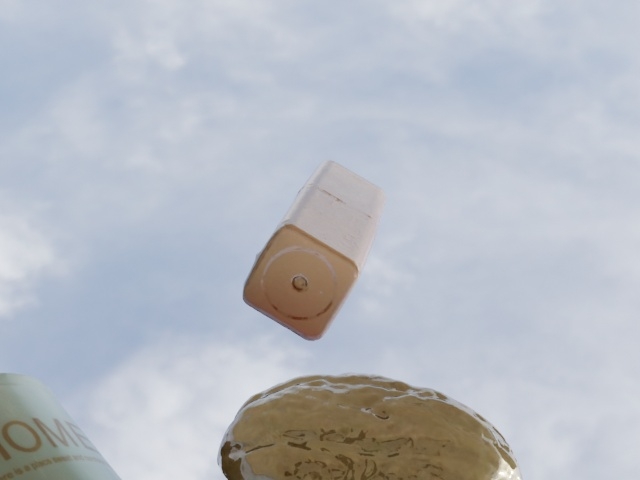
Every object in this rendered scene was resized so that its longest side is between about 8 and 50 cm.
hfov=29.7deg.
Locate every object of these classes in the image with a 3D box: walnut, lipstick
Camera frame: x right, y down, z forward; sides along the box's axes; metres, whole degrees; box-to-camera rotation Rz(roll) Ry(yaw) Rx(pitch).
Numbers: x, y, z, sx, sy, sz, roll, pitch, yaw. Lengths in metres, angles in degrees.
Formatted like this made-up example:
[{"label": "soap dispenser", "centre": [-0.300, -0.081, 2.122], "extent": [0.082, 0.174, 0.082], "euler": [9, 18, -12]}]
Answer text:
[{"label": "walnut", "centre": [0.040, 0.185, 0.860], "extent": [0.230, 0.178, 0.178], "euler": [2, -135, 0]}, {"label": "lipstick", "centre": [0.000, 0.000, 0.589], "extent": [0.045, 0.045, 0.145], "euler": [29, -163, -1]}]

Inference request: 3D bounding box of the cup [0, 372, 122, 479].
[{"label": "cup", "centre": [-0.214, 0.315, 0.944], "extent": [0.257, 0.331, 0.311], "euler": [-41, -119, -12]}]
